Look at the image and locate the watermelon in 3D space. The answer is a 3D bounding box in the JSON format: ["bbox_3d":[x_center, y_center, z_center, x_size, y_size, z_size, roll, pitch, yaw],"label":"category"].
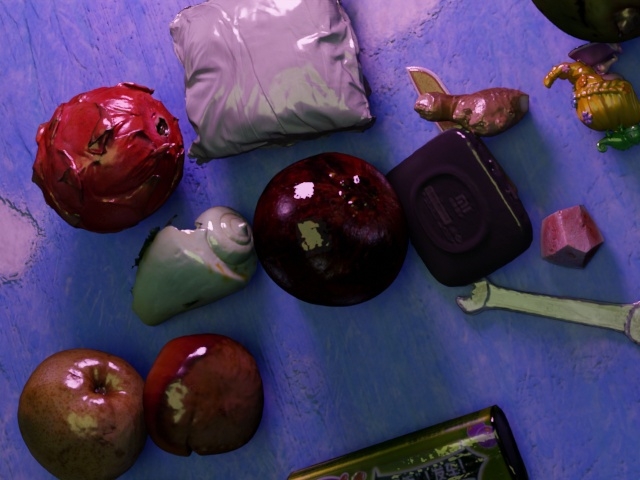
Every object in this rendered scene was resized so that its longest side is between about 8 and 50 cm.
[{"bbox_3d":[0.346,-0.003,1.560,0.092,0.072,0.085,-37,61,21],"label":"watermelon"}]

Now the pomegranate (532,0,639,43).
[{"bbox_3d":[0.378,-0.422,1.460,0.260,0.260,0.341,-24,69,19],"label":"pomegranate"}]

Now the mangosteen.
[{"bbox_3d":[0.000,0.000,1.624,0.235,0.235,0.261,53,140,12],"label":"mangosteen"}]

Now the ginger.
[{"bbox_3d":[0.217,-0.182,1.584,0.165,0.096,0.067,-4,127,10],"label":"ginger"}]

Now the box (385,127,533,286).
[{"bbox_3d":[0.192,-0.043,1.597,0.201,0.042,0.213,-37,78,42],"label":"box"}]

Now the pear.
[{"bbox_3d":[-0.372,0.272,1.755,0.228,0.188,0.211,52,127,13],"label":"pear"}]

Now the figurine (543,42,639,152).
[{"bbox_3d":[0.378,-0.192,1.530,0.114,0.095,0.156,-17,81,8],"label":"figurine"}]

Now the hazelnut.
[{"bbox_3d":[-0.191,0.242,1.712,0.208,0.208,0.208,0,91,20],"label":"hazelnut"}]

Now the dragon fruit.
[{"bbox_3d":[-0.333,-0.129,1.729,0.252,0.241,0.241,-29,81,3],"label":"dragon fruit"}]

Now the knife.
[{"bbox_3d":[0.204,-0.162,1.634,0.046,0.022,0.256,-38,78,20],"label":"knife"}]

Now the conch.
[{"bbox_3d":[-0.211,0.037,1.727,0.250,0.143,0.137,-20,76,21],"label":"conch"}]

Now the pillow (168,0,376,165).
[{"bbox_3d":[-0.082,-0.273,1.681,0.309,0.138,0.284,-12,78,18],"label":"pillow"}]

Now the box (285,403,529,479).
[{"bbox_3d":[0.127,0.355,1.630,0.345,0.097,0.134,-23,91,19],"label":"box"}]

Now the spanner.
[{"bbox_3d":[0.344,0.096,1.588,0.301,0.017,0.071,10,94,20],"label":"spanner"}]
